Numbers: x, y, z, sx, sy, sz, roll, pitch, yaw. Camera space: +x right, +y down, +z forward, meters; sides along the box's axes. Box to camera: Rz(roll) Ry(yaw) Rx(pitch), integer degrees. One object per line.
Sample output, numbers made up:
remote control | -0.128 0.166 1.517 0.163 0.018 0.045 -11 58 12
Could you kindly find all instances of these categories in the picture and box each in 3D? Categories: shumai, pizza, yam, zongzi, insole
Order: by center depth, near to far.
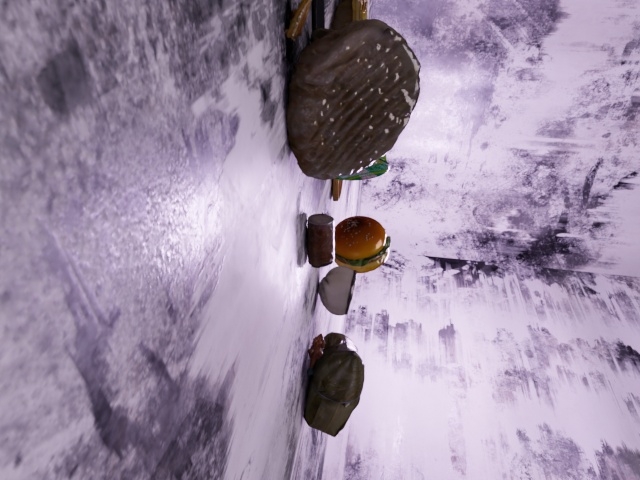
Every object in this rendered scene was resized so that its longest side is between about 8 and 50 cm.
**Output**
pizza | -0.043 -0.380 0.740 0.078 0.025 0.083 165 -51 -83
shumai | 0.025 -0.303 0.880 0.314 0.266 0.262 -59 -144 23
insole | 0.000 -0.466 1.025 0.310 0.012 0.110 83 14 -59
yam | 0.002 0.000 1.133 0.079 0.079 0.141 -72 164 -57
zongzi | 0.074 0.384 1.414 0.356 0.174 0.393 -77 -178 -57

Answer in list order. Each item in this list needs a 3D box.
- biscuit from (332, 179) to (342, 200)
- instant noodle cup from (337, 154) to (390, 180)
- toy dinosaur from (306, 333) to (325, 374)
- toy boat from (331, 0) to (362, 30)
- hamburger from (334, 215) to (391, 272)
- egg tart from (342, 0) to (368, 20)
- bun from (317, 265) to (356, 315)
biscuit | 0.067 -0.252 1.592 0.142 0.028 0.221 36 59 -79
instant noodle cup | 0.099 -0.318 1.246 0.207 0.206 0.233 55 35 -78
toy dinosaur | -0.016 0.360 1.362 0.055 0.049 0.154 106 4 -46
toy boat | 0.084 -0.560 1.214 0.115 0.089 0.311 38 48 -46
hamburger | 0.151 0.002 1.641 0.246 0.245 0.170 -74 156 -52
egg tart | 0.114 -0.776 1.343 0.212 0.090 0.213 7 90 -83
bun | 0.052 0.169 1.456 0.173 0.119 0.173 11 90 -87
